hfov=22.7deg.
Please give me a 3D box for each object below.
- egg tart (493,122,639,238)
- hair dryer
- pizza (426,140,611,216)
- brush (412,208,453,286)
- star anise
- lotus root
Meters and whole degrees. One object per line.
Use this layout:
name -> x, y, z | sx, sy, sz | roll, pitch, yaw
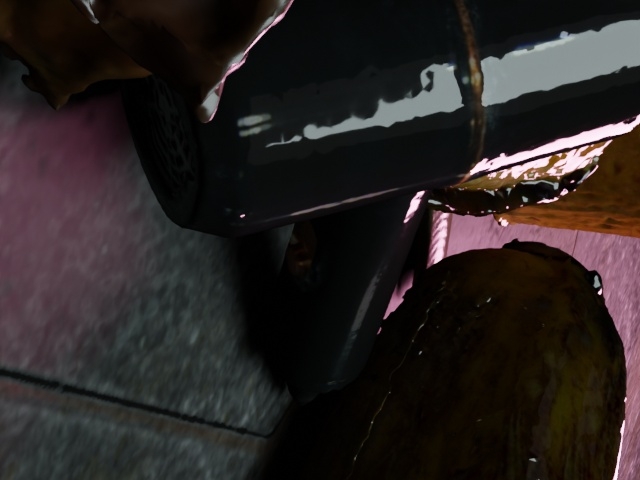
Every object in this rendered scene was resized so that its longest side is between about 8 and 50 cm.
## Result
egg tart -> 0.211, -0.090, 1.082 | 0.202, 0.147, 0.202 | -46, 145, -46
hair dryer -> 0.000, 0.000, 0.702 | 0.189, 0.107, 0.352 | -15, 151, -20
pizza -> 0.090, -0.124, 0.790 | 0.251, 0.074, 0.287 | -19, 137, -43
brush -> 0.081, -0.064, 0.940 | 0.043, 0.036, 0.248 | -37, 141, -46
star anise -> -0.036, -0.182, 0.430 | 0.237, 0.148, 0.346 | -79, 172, -58
lotus root -> 0.065, 0.185, 0.903 | 0.397, 0.179, 0.196 | -65, 155, -19
